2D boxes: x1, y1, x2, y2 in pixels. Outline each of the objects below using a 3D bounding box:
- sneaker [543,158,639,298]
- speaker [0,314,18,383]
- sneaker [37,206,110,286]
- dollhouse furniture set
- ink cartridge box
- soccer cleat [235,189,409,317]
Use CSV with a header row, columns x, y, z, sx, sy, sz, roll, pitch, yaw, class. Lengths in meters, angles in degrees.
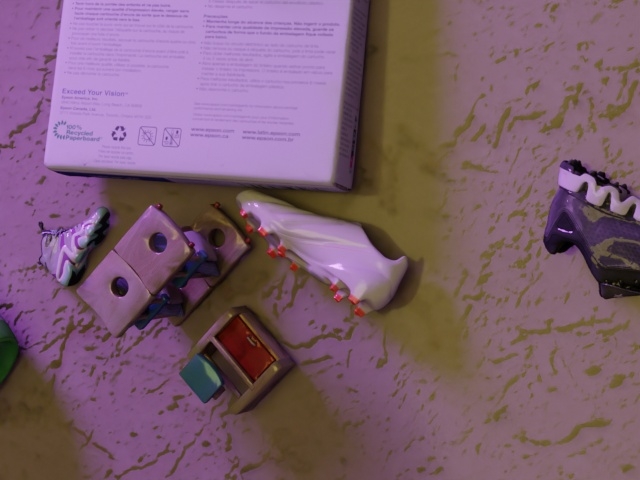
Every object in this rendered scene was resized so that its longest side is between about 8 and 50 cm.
x,y,z,sx,sy,sz,roll,pitch,yaw,class
0.309,0.017,1.409,0.234,0.078,0.106,28,101,21,sneaker
-0.470,0.057,1.654,0.296,0.131,0.131,38,101,16,speaker
-0.273,-0.007,1.631,0.069,0.038,0.098,35,100,16,sneaker
-0.116,0.069,1.519,0.183,0.129,0.129,48,110,15,dollhouse furniture set
-0.112,-0.221,1.562,0.324,0.071,0.330,5,84,20,ink cartridge box
0.000,0.000,1.528,0.196,0.068,0.076,35,74,22,soccer cleat
